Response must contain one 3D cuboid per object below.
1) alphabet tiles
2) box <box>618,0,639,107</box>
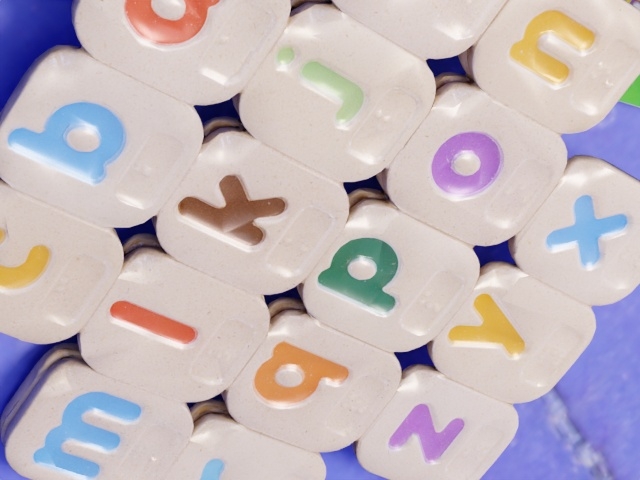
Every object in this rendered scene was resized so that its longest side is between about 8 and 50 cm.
[{"bbox_3d":[0.000,0.000,0.608,0.278,0.021,0.284,24,112,-31],"label":"alphabet tiles"},{"bbox_3d":[0.157,-0.135,0.622,0.105,0.043,0.179,12,111,-27],"label":"box"}]
